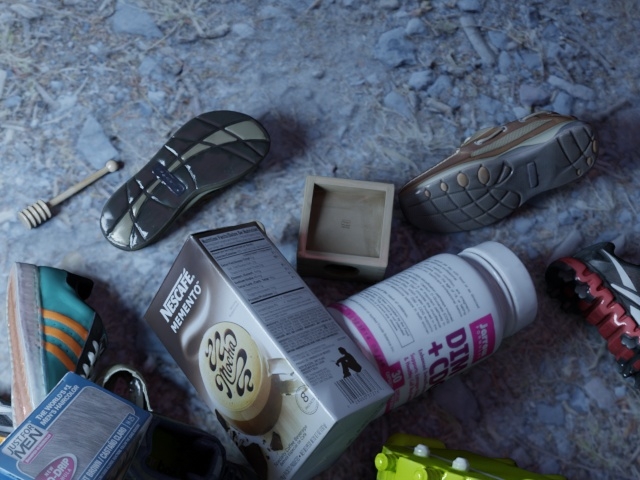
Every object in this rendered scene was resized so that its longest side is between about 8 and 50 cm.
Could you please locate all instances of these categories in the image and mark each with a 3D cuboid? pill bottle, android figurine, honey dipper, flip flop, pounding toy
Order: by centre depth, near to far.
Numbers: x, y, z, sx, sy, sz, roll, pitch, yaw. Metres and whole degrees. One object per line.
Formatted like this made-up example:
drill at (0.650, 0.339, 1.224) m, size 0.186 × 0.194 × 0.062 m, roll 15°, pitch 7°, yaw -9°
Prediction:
android figurine at (0.184, 0.290, 1.123) m, size 0.273 × 0.248 × 0.056 m, roll 17°, pitch 84°, yaw -39°
pill bottle at (0.143, 0.113, 1.239) m, size 0.283 × 0.160 × 0.160 m, roll -24°, pitch 73°, yaw -22°
honey dipper at (-0.354, -0.068, 1.300) m, size 0.161 × 0.030 × 0.030 m, roll -36°, pitch 77°, yaw -28°
pounding toy at (-0.007, 0.008, 1.303) m, size 0.206 × 0.094 × 0.181 m, roll 6°, pitch 69°, yaw 2°
flip flop at (-0.195, -0.085, 1.317) m, size 0.277 × 0.080 × 0.112 m, roll -42°, pitch 84°, yaw -9°

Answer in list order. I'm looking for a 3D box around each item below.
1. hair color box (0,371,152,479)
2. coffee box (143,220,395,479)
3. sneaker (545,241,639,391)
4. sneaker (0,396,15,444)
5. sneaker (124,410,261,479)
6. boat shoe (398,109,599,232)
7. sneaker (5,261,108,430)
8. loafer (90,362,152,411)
hair color box at (-0.303, 0.326, 0.936) m, size 0.105 × 0.347 × 0.174 m, roll 27°, pitch 23°, yaw 1°
coffee box at (-0.072, 0.141, 1.143) m, size 0.119 × 0.168 × 0.297 m, roll -15°, pitch 57°, yaw -47°
sneaker at (0.464, 0.112, 1.341) m, size 0.135 × 0.097 × 0.276 m, roll -35°, pitch 75°, yaw -21°
sneaker at (-0.443, 0.211, 1.127) m, size 0.215 × 0.084 × 0.083 m, roll 21°, pitch 60°, yaw -12°
sneaker at (-0.146, 0.282, 1.071) m, size 0.300 × 0.121 × 0.111 m, roll 36°, pitch 54°, yaw -39°
boat shoe at (0.264, -0.110, 1.407) m, size 0.325 × 0.123 × 0.116 m, roll -20°, pitch 37°, yaw -10°
sneaker at (-0.317, 0.146, 1.132) m, size 0.121 × 0.108 × 0.302 m, roll 5°, pitch 45°, yaw -27°
loafer at (-0.247, 0.275, 1.126) m, size 0.102 × 0.092 × 0.268 m, roll -7°, pitch 68°, yaw -15°
